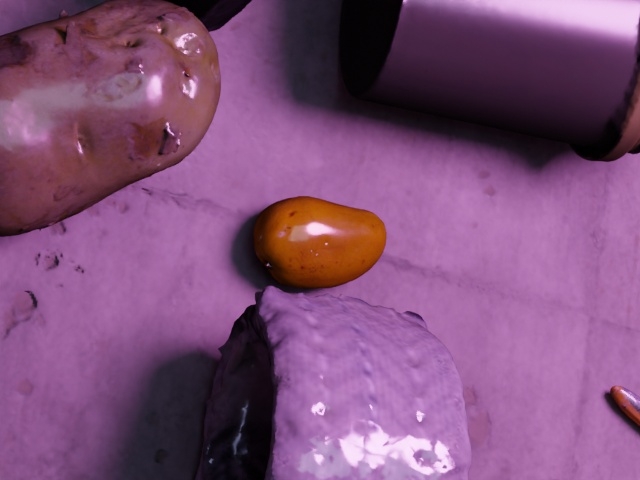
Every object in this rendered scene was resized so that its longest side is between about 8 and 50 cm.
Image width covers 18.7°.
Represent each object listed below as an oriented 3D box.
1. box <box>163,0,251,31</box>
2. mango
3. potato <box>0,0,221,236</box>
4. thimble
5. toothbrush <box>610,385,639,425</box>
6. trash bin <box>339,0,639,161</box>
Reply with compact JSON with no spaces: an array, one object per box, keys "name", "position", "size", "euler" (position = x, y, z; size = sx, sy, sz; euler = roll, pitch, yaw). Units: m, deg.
[{"name":"box","position":[-0.139,-0.344,1.537],"size":[0.058,0.211,0.350],"euler":[-22,88,-28]},{"name":"mango","position":[0.000,0.000,1.600],"size":[0.114,0.060,0.080],"euler":[-8,84,-28]},{"name":"potato","position":[-0.200,-0.095,1.483],"size":[0.262,0.165,0.165],"euler":[-23,88,-13]},{"name":"thimble","position":[0.003,0.162,1.480],"size":[0.157,0.217,0.245],"euler":[14,60,-20]},{"name":"toothbrush","position":[0.374,0.233,1.725],"size":[0.321,0.023,0.031],"euler":[40,59,-11]},{"name":"trash bin","position":[0.200,-0.179,1.643],"size":[0.334,0.214,0.214],"euler":[7,75,-17]}]
